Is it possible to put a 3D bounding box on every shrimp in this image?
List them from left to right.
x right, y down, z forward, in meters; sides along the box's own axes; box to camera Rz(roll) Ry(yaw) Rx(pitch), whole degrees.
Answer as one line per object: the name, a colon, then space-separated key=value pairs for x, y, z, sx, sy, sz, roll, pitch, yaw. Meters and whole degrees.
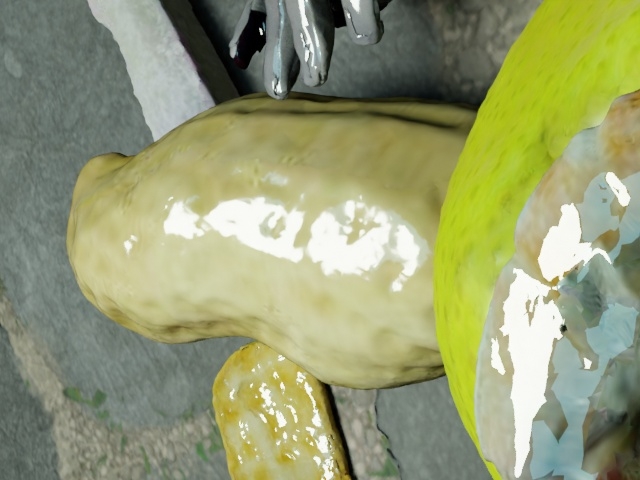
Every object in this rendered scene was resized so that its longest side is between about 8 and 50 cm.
shrimp: x=0.125 y=0.098 z=0.514 sx=0.164 sy=0.062 sz=0.316 roll=8 pitch=101 yaw=30

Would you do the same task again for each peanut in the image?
peanut: x=0.000 y=0.000 z=1.002 sx=0.387 sy=0.169 sz=0.192 roll=5 pitch=126 yaw=29

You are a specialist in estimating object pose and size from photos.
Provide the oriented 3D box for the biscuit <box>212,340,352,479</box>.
biscuit: x=-0.021 y=0.197 z=1.185 sx=0.118 sy=0.029 sz=0.247 roll=-23 pitch=81 yaw=45

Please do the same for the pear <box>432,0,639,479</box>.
pear: x=0.223 y=0.007 z=0.669 sx=0.391 sy=0.391 sz=0.391 roll=9 pitch=103 yaw=44

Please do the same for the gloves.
gloves: x=0.052 y=-0.201 z=0.955 sx=0.285 sy=0.142 sz=0.119 roll=-44 pitch=71 yaw=12

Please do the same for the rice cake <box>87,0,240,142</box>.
rice cake: x=-0.097 y=-0.101 z=1.188 sx=0.070 sy=0.064 sz=0.399 roll=-38 pitch=68 yaw=27
